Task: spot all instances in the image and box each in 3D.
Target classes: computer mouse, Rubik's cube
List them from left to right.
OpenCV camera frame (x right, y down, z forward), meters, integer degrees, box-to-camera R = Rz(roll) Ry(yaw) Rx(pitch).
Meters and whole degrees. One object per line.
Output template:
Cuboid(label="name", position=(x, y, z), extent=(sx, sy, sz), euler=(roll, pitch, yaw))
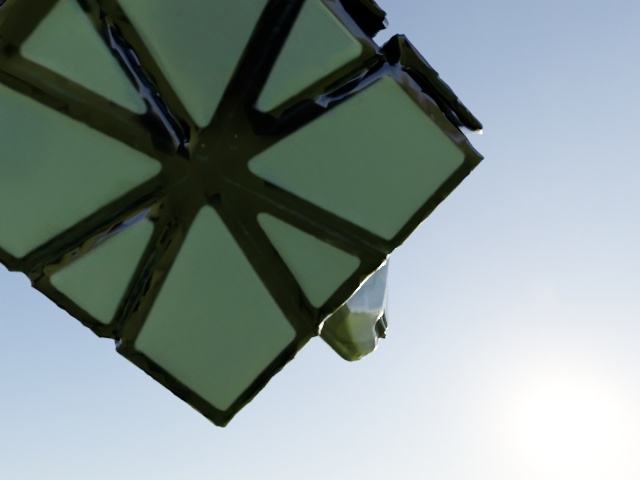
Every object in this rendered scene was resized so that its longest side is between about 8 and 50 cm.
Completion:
Cuboid(label="Rubik's cube", position=(-0.088, -0.080, 0.422), extent=(0.293, 0.283, 0.288), euler=(-45, -78, 0))
Cuboid(label="computer mouse", position=(-0.002, 0.003, 0.809), extent=(0.146, 0.228, 0.428), euler=(-12, -71, 31))

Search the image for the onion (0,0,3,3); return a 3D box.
Cuboid(label="onion", position=(-0.371, -0.318, 0.623), extent=(0.117, 0.118, 0.119), euler=(-6, -21, -47))
